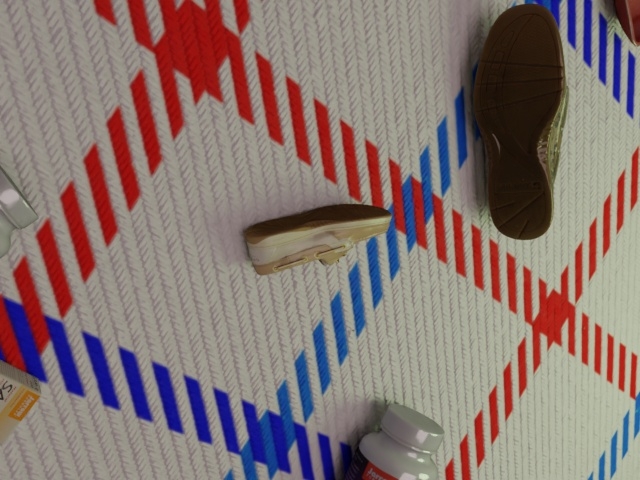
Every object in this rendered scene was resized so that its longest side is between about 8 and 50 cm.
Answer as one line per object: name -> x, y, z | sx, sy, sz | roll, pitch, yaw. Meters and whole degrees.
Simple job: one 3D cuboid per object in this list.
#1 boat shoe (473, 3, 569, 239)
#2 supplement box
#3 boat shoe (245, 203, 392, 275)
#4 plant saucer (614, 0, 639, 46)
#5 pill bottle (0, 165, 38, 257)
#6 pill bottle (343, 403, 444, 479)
boat shoe -> 0.249, -0.145, 0.833 | 0.089, 0.104, 0.286 | -45, 136, -55
supplement box -> -0.321, 0.139, 0.625 | 0.098, 0.036, 0.062 | 39, 85, -32
boat shoe -> 0.000, 0.000, 0.752 | 0.169, 0.063, 0.059 | -11, 113, -16
plant saucer -> 0.458, -0.429, 0.882 | 0.258, 0.047, 0.259 | -34, 117, -16
pill bottle -> -0.318, -0.001, 0.556 | 0.152, 0.086, 0.086 | -37, 119, -15
pill bottle -> 0.085, 0.315, 0.863 | 0.108, 0.108, 0.194 | 21, 94, -32
